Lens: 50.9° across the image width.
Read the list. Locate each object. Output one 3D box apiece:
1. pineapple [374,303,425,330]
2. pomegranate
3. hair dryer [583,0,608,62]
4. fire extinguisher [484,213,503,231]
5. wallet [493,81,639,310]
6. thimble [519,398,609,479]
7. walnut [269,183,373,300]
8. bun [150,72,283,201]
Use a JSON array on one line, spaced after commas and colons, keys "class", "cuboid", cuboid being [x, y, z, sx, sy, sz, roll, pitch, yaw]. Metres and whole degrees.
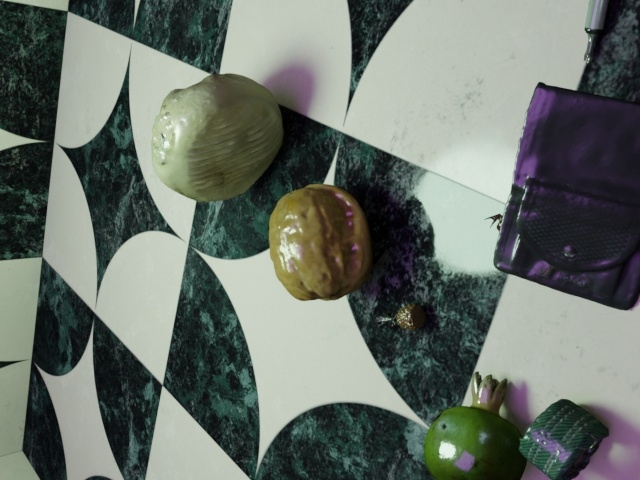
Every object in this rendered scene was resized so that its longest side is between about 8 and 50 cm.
[{"class": "pineapple", "cuboid": [0.161, 0.160, 1.408, 0.124, 0.058, 0.058, -9, 88, 51]}, {"class": "pomegranate", "cuboid": [0.287, 0.355, 1.224, 0.187, 0.187, 0.225, 5, 71, 46]}, {"class": "hair dryer", "cuboid": [0.437, -0.384, 1.071, 0.100, 0.057, 0.198, 23, 115, 45]}, {"class": "fire extinguisher", "cuboid": [0.353, -0.003, 1.200, 0.056, 0.039, 0.132, -35, 64, 7]}, {"class": "wallet", "cuboid": [0.417, -0.064, 1.062, 0.247, 0.041, 0.323, 17, 111, 16]}, {"class": "thimble", "cuboid": [0.401, 0.332, 1.113, 0.090, 0.135, 0.118, 39, 116, 36]}, {"class": "walnut", "cuboid": [0.000, 0.000, 1.435, 0.257, 0.224, 0.257, -3, 86, 42]}, {"class": "bun", "cuboid": [-0.250, -0.257, 1.596, 0.326, 0.362, 0.234, -35, 68, 3]}]
